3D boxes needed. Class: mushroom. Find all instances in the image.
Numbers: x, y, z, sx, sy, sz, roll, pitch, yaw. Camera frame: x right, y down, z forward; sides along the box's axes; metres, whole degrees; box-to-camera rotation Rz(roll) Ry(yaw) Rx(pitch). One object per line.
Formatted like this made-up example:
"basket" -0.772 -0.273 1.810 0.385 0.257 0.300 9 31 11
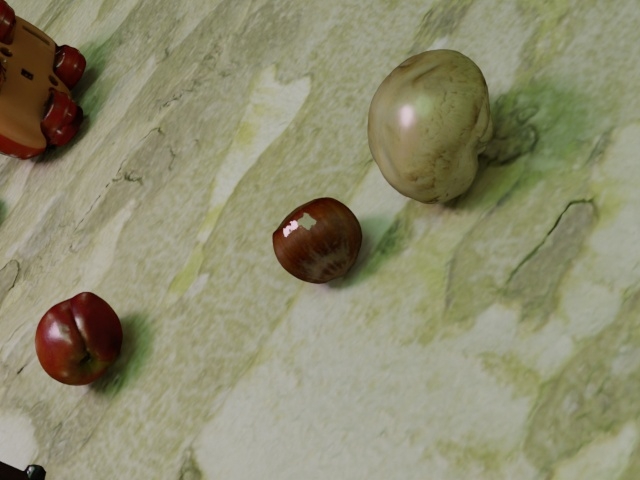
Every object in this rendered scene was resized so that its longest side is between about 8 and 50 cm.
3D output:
"mushroom" 0.103 -0.106 0.863 0.112 0.148 0.148 -4 44 -11

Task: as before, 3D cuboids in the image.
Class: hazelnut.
"hazelnut" 0.000 0.000 0.899 0.086 0.086 0.086 -23 46 25

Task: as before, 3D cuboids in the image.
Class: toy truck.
"toy truck" -0.499 -0.220 1.426 0.239 0.189 0.265 -35 41 28

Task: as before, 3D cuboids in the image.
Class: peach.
"peach" -0.269 0.108 1.024 0.101 0.101 0.101 -23 46 25

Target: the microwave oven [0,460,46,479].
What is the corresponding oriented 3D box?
"microwave oven" -0.437 0.290 0.945 0.247 0.188 0.178 -9 52 36
